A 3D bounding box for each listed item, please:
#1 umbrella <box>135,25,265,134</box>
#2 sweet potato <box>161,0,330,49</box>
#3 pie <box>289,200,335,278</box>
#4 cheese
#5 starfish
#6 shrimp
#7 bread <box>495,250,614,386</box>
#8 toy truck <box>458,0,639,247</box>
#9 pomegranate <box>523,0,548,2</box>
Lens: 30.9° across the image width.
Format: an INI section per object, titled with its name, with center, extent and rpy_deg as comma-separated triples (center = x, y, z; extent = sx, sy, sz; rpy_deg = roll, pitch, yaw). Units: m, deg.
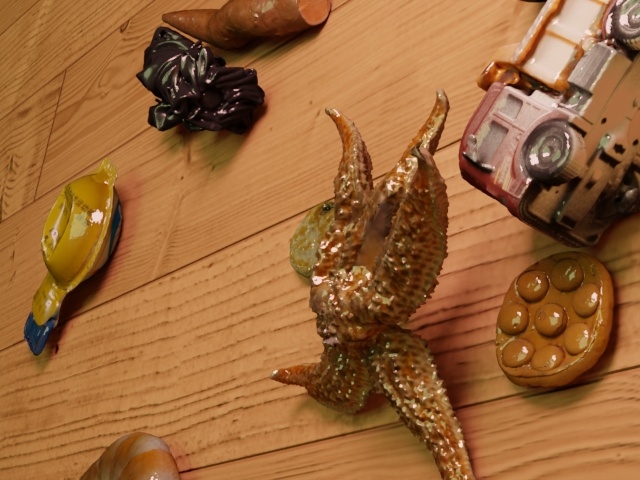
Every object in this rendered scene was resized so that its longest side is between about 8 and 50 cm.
[umbrella]
center = -0.162, -0.187, 1.389
extent = 0.110, 0.122, 0.272
rpy_deg = -24, 23, -18
[sweet potato]
center = -0.095, -0.260, 1.374
extent = 0.281, 0.067, 0.059
rpy_deg = 1, 93, 54
[pie]
center = 0.000, 0.000, 1.114
extent = 0.085, 0.017, 0.085
rpy_deg = -32, 44, 38
[cheese]
center = -0.329, 0.018, 1.513
extent = 0.270, 0.069, 0.177
rpy_deg = -63, 32, 8
[starfish]
center = 0.051, 0.031, 0.882
extent = 0.301, 0.084, 0.293
rpy_deg = 33, 121, 59
[shrimp]
center = -0.207, 0.281, 1.171
extent = 0.185, 0.068, 0.287
rpy_deg = -61, 31, 2
[bread]
center = 0.168, 0.058, 0.835
extent = 0.110, 0.024, 0.110
rpy_deg = -33, 44, 38
[toy truck]
center = 0.208, -0.135, 0.827
extent = 0.270, 0.114, 0.135
rpy_deg = -58, 37, 9
[pomegranate]
center = 0.200, -0.241, 0.927
extent = 0.161, 0.122, 0.122
rpy_deg = 36, 101, 18
